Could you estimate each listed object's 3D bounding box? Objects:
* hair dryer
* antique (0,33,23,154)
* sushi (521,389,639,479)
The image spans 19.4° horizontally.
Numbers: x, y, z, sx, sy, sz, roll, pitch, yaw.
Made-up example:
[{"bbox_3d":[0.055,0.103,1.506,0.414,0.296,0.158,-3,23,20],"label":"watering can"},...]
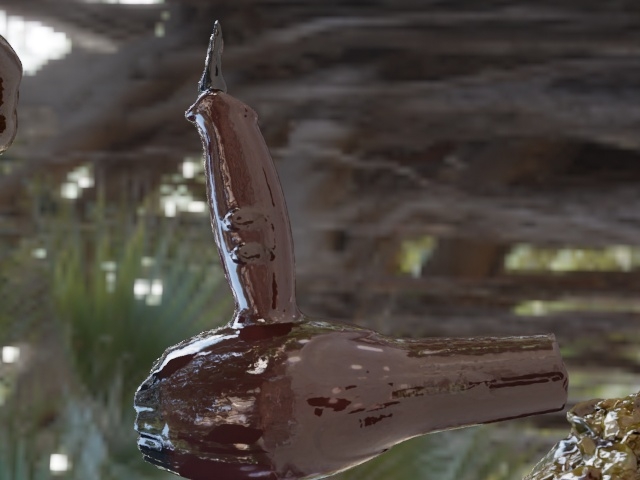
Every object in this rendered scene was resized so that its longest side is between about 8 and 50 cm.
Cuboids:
[{"bbox_3d":[0.000,0.000,1.355,0.123,0.313,0.340,107,152,-90],"label":"hair dryer"},{"bbox_3d":[-0.325,-0.147,1.347,0.121,0.257,0.143,-35,24,57],"label":"antique"},{"bbox_3d":[0.256,0.224,1.551,0.213,0.200,0.204,0,-108,-51],"label":"sushi"}]
